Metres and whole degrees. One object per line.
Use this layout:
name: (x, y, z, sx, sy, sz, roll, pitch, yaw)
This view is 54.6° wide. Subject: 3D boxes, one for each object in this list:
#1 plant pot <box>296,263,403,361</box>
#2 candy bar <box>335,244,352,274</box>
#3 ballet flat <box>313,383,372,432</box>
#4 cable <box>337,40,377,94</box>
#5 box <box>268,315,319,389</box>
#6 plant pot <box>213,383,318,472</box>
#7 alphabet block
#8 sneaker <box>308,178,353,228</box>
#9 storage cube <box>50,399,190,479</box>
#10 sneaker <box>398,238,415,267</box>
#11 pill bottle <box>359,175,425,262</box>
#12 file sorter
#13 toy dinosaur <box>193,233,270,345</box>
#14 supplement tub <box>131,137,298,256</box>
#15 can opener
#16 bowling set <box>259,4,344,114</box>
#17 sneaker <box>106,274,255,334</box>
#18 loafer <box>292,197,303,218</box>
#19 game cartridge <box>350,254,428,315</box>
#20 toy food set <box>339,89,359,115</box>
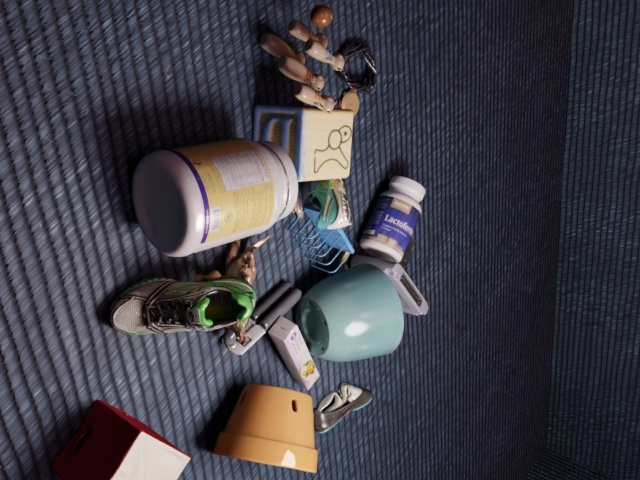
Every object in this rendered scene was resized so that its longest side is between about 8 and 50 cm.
plant pot: (0.069, 0.236, 1.882, 0.235, 0.293, 0.293, -12, 111, -34)
candy bar: (0.071, 0.074, 1.971, 0.040, 0.018, 0.161, -53, 167, -41)
ballet flat: (0.078, 0.554, 2.124, 0.280, 0.095, 0.096, -24, 106, -42)
cable: (0.113, -0.524, 1.865, 0.184, 0.047, 0.151, 3, 93, -48)
box: (-0.074, 0.342, 1.852, 0.063, 0.067, 0.324, -51, 147, -25)
plant pot: (-0.136, 0.527, 1.752, 0.291, 0.291, 0.203, 36, 58, -47)
alphabet block: (-0.048, -0.264, 1.657, 0.197, 0.193, 0.192, -10, 110, -47)
sneaker: (0.016, -0.147, 1.770, 0.107, 0.110, 0.275, 63, 14, -49)
storage cube: (-0.456, 0.514, 1.433, 0.184, 0.193, 0.215, -57, 135, -19)
sneaker: (0.296, 0.076, 2.252, 0.089, 0.051, 0.170, 4, 95, -44)
pill bottle: (0.246, -0.072, 2.075, 0.153, 0.153, 0.265, 36, 73, -47)
file sorter: (0.000, 0.000, 1.850, 0.104, 0.118, 0.170, -50, 134, -21)
toy dinosaur: (-0.217, 0.114, 1.640, 0.296, 0.127, 0.200, -67, 155, -42)
supplement tub: (-0.239, -0.112, 1.451, 0.331, 0.241, 0.241, -19, 115, -44)
can opener: (-0.162, 0.207, 1.743, 0.283, 0.076, 0.095, -43, 155, -33)
bowling set: (-0.004, -0.468, 1.549, 0.200, 0.287, 0.154, -44, 146, 25)
sneaker: (-0.320, 0.150, 1.437, 0.343, 0.146, 0.134, -9, 98, -9)
loafer: (-0.085, -0.117, 1.780, 0.039, 0.045, 0.125, -25, 114, -22)
game cartridge: (0.224, 0.149, 2.080, 0.062, 0.198, 0.297, -58, 137, -18)
toy food set: (0.088, -0.416, 1.895, 0.082, 0.020, 0.083, -34, 125, -37)
